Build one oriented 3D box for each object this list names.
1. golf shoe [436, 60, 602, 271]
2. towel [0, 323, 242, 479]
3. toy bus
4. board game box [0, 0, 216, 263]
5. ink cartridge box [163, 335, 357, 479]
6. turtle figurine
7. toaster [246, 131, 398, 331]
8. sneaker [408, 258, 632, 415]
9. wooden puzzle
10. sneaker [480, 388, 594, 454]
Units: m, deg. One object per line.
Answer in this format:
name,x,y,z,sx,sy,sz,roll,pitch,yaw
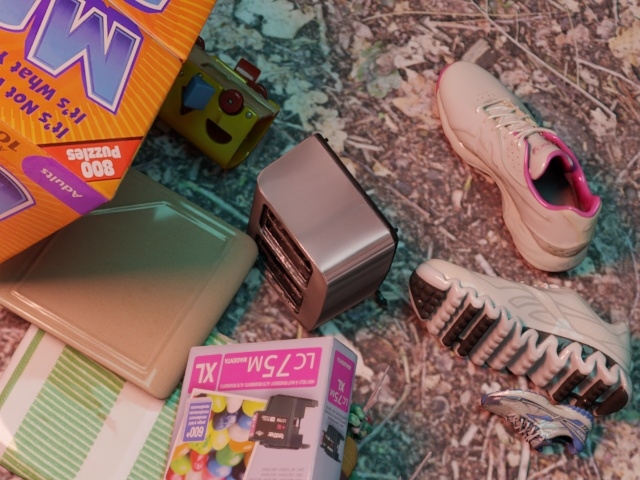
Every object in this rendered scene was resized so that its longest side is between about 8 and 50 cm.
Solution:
golf shoe,0.250,-0.115,1.534,0.115,0.140,0.306,-25,71,-20
towel,-0.186,0.190,1.355,0.324,0.038,0.248,26,63,-1
toy bus,-0.153,-0.173,1.491,0.191,0.104,0.202,22,24,-36
board game box,-0.363,-0.223,1.244,0.356,0.356,0.356,38,53,-24
ink cartridge box,-0.074,0.252,1.242,0.185,0.065,0.311,-7,62,32
turtle figurine,0.020,0.253,1.326,0.118,0.175,0.234,8,56,41
toaster,0.000,0.000,1.412,0.110,0.168,0.186,-31,74,-20
sneaker,0.237,0.094,1.459,0.292,0.110,0.118,29,55,-7
wooden puzzle,-0.218,0.032,1.378,0.238,0.044,0.221,33,61,-2
sneaker,0.248,0.210,1.430,0.135,0.052,0.058,16,67,-4
